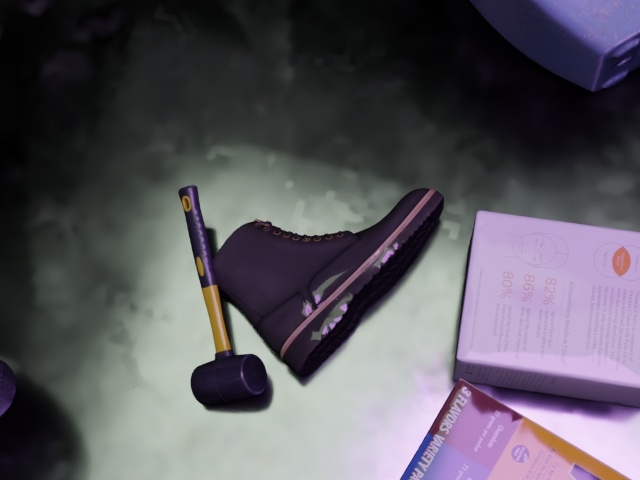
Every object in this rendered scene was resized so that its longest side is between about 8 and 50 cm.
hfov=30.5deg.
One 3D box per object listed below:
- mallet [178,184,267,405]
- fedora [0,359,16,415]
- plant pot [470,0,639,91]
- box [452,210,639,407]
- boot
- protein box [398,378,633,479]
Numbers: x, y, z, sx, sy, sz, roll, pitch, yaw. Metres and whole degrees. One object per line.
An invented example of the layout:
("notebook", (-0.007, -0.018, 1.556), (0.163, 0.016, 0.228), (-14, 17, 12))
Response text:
("mallet", (-0.101, 0.050, 1.006), (0.062, 0.039, 0.190), (-26, 77, 31))
("fedora", (-0.391, 0.204, 0.916), (0.333, 0.334, 0.153), (-11, 107, 0))
("plant pot", (0.231, -0.276, 0.991), (0.247, 0.248, 0.252), (-30, 80, 5))
("box", (0.203, 0.059, 0.978), (0.170, 0.091, 0.130), (9, 73, 6))
("boot", (0.000, 0.000, 1.020), (0.137, 0.077, 0.198), (40, 78, 19))
("protein box", (0.151, 0.226, 0.874), (0.201, 0.200, 0.136), (30, 78, 11))
